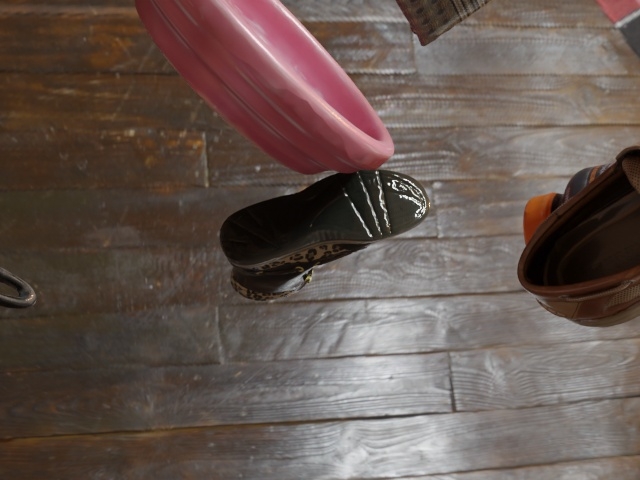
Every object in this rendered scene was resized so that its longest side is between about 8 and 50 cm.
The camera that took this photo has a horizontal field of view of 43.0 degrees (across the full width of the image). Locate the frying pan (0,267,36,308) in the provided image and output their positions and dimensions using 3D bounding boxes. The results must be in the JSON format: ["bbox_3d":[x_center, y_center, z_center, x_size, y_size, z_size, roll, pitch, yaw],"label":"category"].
[{"bbox_3d":[-0.341,-0.012,0.485,0.326,0.053,0.197,43,41,-16],"label":"frying pan"}]

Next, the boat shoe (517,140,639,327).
[{"bbox_3d":[0.291,-0.036,0.632,0.116,0.324,0.123,12,43,-42],"label":"boat shoe"}]

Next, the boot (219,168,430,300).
[{"bbox_3d":[-0.001,-0.001,0.950,0.237,0.178,0.085,-15,73,-11],"label":"boot"}]

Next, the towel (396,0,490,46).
[{"bbox_3d":[0.150,-0.359,0.691,0.312,0.324,0.056,-35,53,8],"label":"towel"}]

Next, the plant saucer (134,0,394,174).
[{"bbox_3d":[-0.065,-0.184,0.819,0.084,0.332,0.332,-43,87,15],"label":"plant saucer"}]

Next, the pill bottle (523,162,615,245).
[{"bbox_3d":[0.333,-0.021,0.810,0.130,0.246,0.130,15,71,-51],"label":"pill bottle"}]
